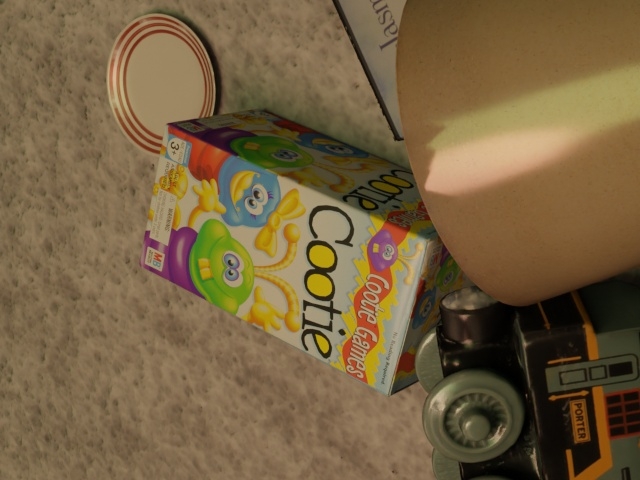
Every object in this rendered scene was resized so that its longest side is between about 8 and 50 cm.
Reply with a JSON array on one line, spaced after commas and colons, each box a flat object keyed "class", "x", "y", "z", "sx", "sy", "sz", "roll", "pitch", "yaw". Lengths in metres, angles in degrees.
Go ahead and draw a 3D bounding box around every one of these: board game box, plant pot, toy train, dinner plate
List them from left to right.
[{"class": "dinner plate", "x": -0.154, "y": -0.151, "z": 1.384, "sx": 0.141, "sy": 0.017, "sz": 0.141, "roll": 10, "pitch": 107, "yaw": 34}, {"class": "board game box", "x": 0.000, "y": 0.000, "z": 1.227, "sx": 0.275, "sy": 0.144, "sz": 0.142, "roll": 25, "pitch": 114, "yaw": 29}, {"class": "toy train", "x": 0.184, "y": 0.184, "z": 1.108, "sx": 0.190, "sy": 0.142, "sz": 0.334, "roll": -10, "pitch": 109, "yaw": 4}, {"class": "plant pot", "x": 0.234, "y": -0.102, "z": 0.952, "sx": 0.274, "sy": 0.256, "sz": 0.256, "roll": -12, "pitch": 93, "yaw": 35}]

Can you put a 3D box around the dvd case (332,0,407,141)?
[{"class": "dvd case", "x": 0.122, "y": -0.214, "z": 1.164, "sx": 0.253, "sy": 0.022, "sz": 0.180, "roll": -28, "pitch": 84, "yaw": 37}]
